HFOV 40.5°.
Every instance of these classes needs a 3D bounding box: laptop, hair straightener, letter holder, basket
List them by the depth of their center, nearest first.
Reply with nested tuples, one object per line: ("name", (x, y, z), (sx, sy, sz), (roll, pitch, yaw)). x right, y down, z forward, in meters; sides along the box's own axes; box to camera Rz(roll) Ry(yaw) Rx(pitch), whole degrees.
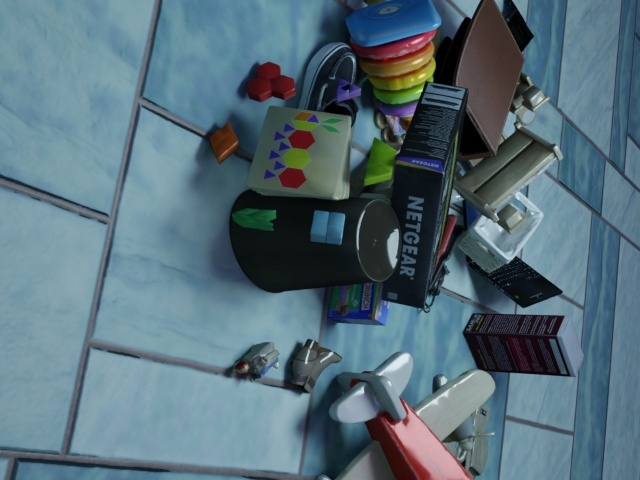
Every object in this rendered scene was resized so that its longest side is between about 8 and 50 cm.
("basket", (0.000, 0.000, 1.386), (0.204, 0.227, 0.154), (52, 50, -37))
("letter holder", (0.296, -0.347, 1.837), (0.214, 0.152, 0.301), (52, 48, -37))
("hair straightener", (0.266, 0.060, 1.883), (0.089, 0.047, 0.230), (45, 55, -42))
("basket", (0.397, -0.023, 1.934), (0.113, 0.103, 0.167), (42, 59, 1))
("laptop", (0.461, 0.015, 2.067), (0.234, 0.264, 0.136), (-10, 134, -52))

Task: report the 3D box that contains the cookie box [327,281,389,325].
("cookie box", (0.073, 0.104, 1.578), (0.040, 0.107, 0.091), (31, 65, -48))

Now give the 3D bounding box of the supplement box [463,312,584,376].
("supplement box", (0.462, 0.237, 1.978), (0.073, 0.240, 0.130), (-54, 130, -40))

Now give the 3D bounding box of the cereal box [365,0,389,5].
("cereal box", (0.142, -0.569, 1.733), (0.173, 0.047, 0.240), (28, 69, -50))

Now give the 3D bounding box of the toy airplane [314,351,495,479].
("toy airplane", (0.147, 0.399, 1.589), (0.386, 0.272, 0.384), (12, 65, -16))

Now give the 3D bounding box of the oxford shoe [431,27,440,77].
("oxford shoe", (0.205, -0.366, 1.744), (0.096, 0.083, 0.227), (-24, 125, -58))

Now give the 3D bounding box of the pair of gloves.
("pair of gloves", (0.311, 0.445, 1.941), (0.240, 0.042, 0.204), (30, 62, -50))

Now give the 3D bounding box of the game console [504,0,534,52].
("game console", (0.489, -0.551, 2.221), (0.107, 0.071, 0.122), (-53, 136, 1))

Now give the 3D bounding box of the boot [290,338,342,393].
("boot", (-0.010, 0.227, 1.528), (0.118, 0.042, 0.086), (35, 68, -46))

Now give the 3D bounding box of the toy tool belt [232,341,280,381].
("toy tool belt", (-0.098, 0.203, 1.398), (0.083, 0.052, 0.051), (-40, 111, -45))

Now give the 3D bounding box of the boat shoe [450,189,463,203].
("boat shoe", (0.310, -0.103, 1.955), (0.100, 0.035, 0.035), (-15, 101, -52))

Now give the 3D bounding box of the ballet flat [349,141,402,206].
("ballet flat", (0.103, -0.084, 1.623), (0.316, 0.106, 0.107), (-58, 133, -35))

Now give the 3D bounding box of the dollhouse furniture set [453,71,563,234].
("dollhouse furniture set", (0.441, -0.159, 1.857), (0.303, 0.355, 0.174), (-40, 129, 0))

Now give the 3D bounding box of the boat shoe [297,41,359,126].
("boat shoe", (0.019, -0.229, 1.518), (0.108, 0.102, 0.301), (51, 51, -39))

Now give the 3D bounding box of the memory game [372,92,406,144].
("memory game", (0.161, -0.272, 1.781), (0.186, 0.012, 0.186), (1, 88, -53))

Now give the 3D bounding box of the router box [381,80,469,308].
("router box", (0.178, -0.076, 1.485), (0.243, 0.081, 0.308), (-67, 165, -45))

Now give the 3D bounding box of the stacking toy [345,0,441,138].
("stacking toy", (0.159, -0.300, 1.658), (0.175, 0.166, 0.301), (-100, 174, -57))

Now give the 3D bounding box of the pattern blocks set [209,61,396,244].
("pattern blocks set", (-0.027, -0.137, 1.339), (0.026, 0.286, 0.324), (92, 16, -54))
